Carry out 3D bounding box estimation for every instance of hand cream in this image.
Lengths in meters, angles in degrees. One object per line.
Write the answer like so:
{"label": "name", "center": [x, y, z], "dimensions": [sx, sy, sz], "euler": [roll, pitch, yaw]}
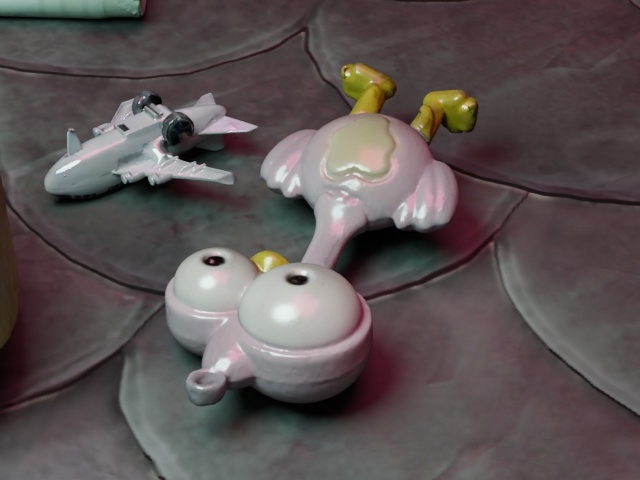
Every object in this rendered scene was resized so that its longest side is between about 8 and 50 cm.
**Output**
{"label": "hand cream", "center": [-0.259, -0.224, 1.519], "dimensions": [0.204, 0.050, 0.078], "euler": [1, 41, 2]}

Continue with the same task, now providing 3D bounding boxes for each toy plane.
{"label": "toy plane", "center": [-0.142, -0.077, 1.353], "dimensions": [0.171, 0.066, 0.162], "euler": [-17, 34, -29]}

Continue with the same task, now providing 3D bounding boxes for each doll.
{"label": "doll", "center": [0.000, 0.001, 1.253], "dimensions": [0.160, 0.094, 0.365], "euler": [17, 43, 19]}

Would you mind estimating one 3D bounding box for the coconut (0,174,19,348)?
{"label": "coconut", "center": [-0.320, -0.005, 1.117], "dimensions": [0.259, 0.259, 0.259], "euler": [2, 42, -2]}
